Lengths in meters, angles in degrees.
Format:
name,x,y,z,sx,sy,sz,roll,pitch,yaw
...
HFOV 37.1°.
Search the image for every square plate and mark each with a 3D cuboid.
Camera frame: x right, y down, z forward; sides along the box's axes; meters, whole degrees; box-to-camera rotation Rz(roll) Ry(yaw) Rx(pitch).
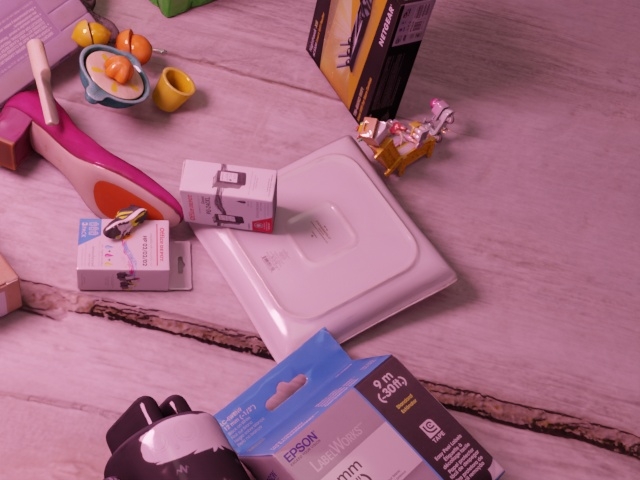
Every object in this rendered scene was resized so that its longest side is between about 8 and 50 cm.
name,x,y,z,sx,sy,sz,roll,pitch,yaw
square plate,0.000,0.000,1.596,0.344,0.049,0.347,-26,64,-19

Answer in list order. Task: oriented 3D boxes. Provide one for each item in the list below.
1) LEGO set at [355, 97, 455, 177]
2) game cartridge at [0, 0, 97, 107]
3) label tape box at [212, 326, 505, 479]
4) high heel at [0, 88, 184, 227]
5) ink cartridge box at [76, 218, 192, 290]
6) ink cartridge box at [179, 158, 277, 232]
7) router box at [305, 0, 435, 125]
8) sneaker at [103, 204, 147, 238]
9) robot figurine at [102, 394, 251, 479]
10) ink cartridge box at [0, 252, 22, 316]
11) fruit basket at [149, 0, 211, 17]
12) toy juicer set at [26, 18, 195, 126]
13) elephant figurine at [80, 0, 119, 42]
name,x,y,z,sx,sy,sz,roll,pitch,yaw
LEGO set,0.123,-0.198,1.756,0.107,0.132,0.287,41,33,25
game cartridge,-0.590,-0.363,1.679,0.355,0.068,0.230,-45,114,-26
label tape box,0.049,0.294,1.359,0.249,0.115,0.347,-35,74,-31
high heel,-0.377,-0.152,1.622,0.377,0.127,0.181,26,46,3
ink cartridge box,-0.298,0.023,1.538,0.181,0.061,0.104,1,53,-12
ink cartridge box,-0.147,-0.071,1.535,0.150,0.109,0.063,7,63,1
router box,0.085,-0.404,1.792,0.081,0.309,0.243,-17,58,-25
sneaker,-0.316,-0.030,1.520,0.035,0.031,0.083,29,44,31
robot figurine,-0.179,0.341,1.255,0.209,0.173,0.278,-22,61,-23
ink cartridge box,-0.599,0.064,1.423,0.235,0.088,0.193,-28,65,-29
fruit basket,-0.239,-0.685,1.903,0.392,0.392,0.283,-30,64,-30
toy juicer set,-0.383,-0.314,1.669,0.329,0.089,0.209,-19,70,-52
elephant figurine,-0.512,-0.493,1.851,0.239,0.186,0.169,5,8,-21
